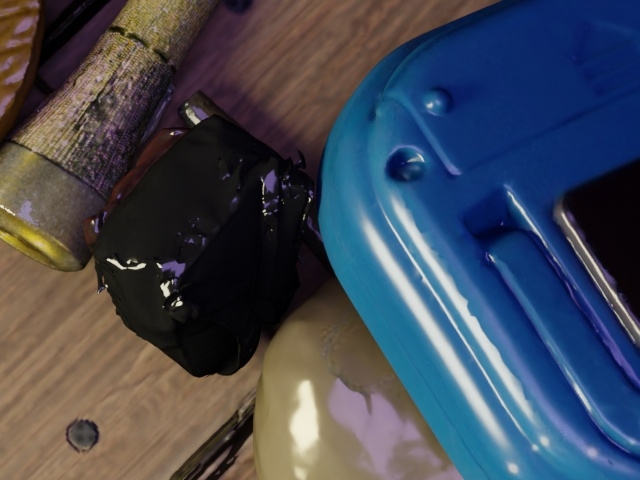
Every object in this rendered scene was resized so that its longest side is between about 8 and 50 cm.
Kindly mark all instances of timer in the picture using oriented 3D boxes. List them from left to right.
[{"bbox_3d":[0.186,-0.006,1.067,0.340,0.115,0.309,-25,75,-27],"label":"timer"}]

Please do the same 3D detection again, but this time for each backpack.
[{"bbox_3d":[-0.069,0.009,1.091,0.106,0.165,0.120,36,68,13],"label":"backpack"}]

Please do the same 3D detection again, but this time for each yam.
[{"bbox_3d":[0.001,-0.001,1.161,0.234,0.029,0.027,44,128,4],"label":"yam"}]

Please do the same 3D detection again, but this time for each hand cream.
[{"bbox_3d":[-0.126,-0.083,1.148,0.084,0.084,0.203,30,77,1],"label":"hand cream"}]

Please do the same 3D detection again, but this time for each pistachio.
[{"bbox_3d":[0.033,0.128,1.099,0.152,0.126,0.223,-9,93,39],"label":"pistachio"}]

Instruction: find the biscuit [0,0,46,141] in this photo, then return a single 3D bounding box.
[{"bbox_3d":[-0.283,-0.125,1.142,0.262,0.037,0.262,-2,75,9],"label":"biscuit"}]
